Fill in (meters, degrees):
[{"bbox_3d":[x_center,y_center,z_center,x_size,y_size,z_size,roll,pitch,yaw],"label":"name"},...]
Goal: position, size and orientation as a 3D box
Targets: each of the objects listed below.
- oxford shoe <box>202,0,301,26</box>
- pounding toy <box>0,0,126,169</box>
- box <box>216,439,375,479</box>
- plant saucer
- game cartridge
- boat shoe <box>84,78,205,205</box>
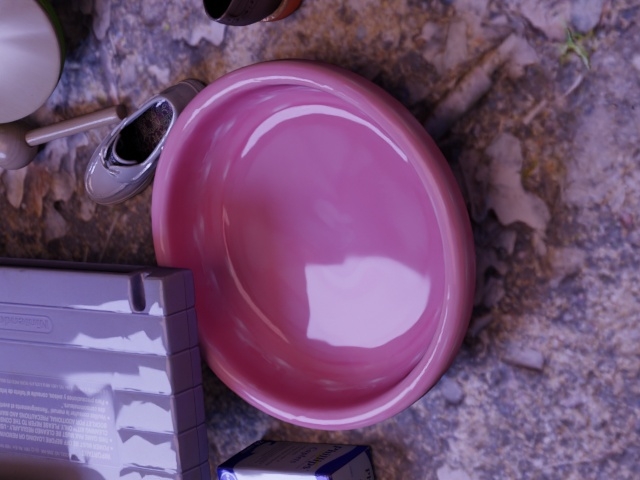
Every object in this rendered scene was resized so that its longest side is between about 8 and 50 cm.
[{"bbox_3d":[-0.073,-0.317,1.385,0.097,0.098,0.271,0,104,35],"label":"oxford shoe"},{"bbox_3d":[-0.312,-0.200,1.608,0.183,0.110,0.237,-23,120,27],"label":"pounding toy"},{"bbox_3d":[-0.016,0.262,1.542,0.137,0.072,0.126,-3,103,35],"label":"box"},{"bbox_3d":[0.000,0.000,1.443,0.332,0.084,0.332,11,110,32],"label":"plant saucer"},{"bbox_3d":[-0.264,0.131,1.574,0.355,0.068,0.230,3,107,33],"label":"game cartridge"},{"bbox_3d":[-0.177,-0.087,1.552,0.184,0.063,0.066,-31,86,37],"label":"boat shoe"}]
